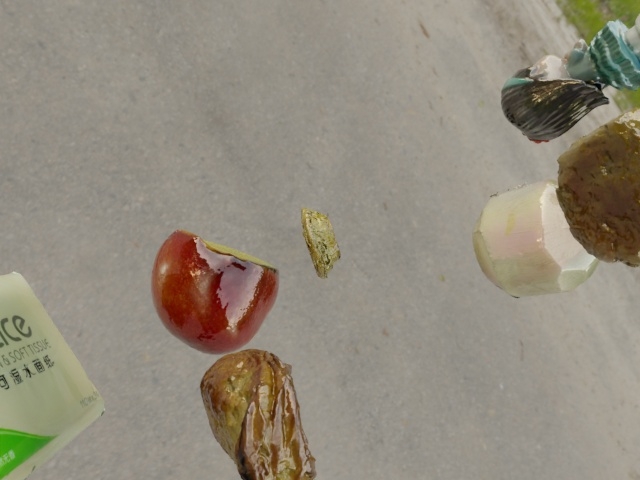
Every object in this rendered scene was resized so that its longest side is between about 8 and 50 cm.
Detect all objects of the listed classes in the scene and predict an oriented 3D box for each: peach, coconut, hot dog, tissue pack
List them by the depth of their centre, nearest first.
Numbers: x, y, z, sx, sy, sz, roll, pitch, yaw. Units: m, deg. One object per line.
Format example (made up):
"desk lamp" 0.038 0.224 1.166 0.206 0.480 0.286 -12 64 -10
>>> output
"hot dog" -0.077 0.235 0.780 0.114 0.259 0.175 -16 103 -18
"coconut" 0.319 -0.006 0.860 0.171 0.183 0.170 29 52 -45
"tissue pack" -0.552 0.239 0.933 0.331 0.205 0.405 57 0 -1
"peach" -0.202 0.095 1.156 0.249 0.274 0.245 -5 76 -2

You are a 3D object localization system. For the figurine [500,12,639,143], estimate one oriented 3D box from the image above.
"figurine" 0.163 -0.098 0.369 0.060 0.106 0.047 18 57 -40

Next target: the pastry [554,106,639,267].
"pastry" 0.295 -0.047 0.563 0.081 0.153 0.153 -20 80 -46

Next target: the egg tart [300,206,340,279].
"egg tart" 0.000 0.000 0.984 0.052 0.130 0.130 -17 72 1
